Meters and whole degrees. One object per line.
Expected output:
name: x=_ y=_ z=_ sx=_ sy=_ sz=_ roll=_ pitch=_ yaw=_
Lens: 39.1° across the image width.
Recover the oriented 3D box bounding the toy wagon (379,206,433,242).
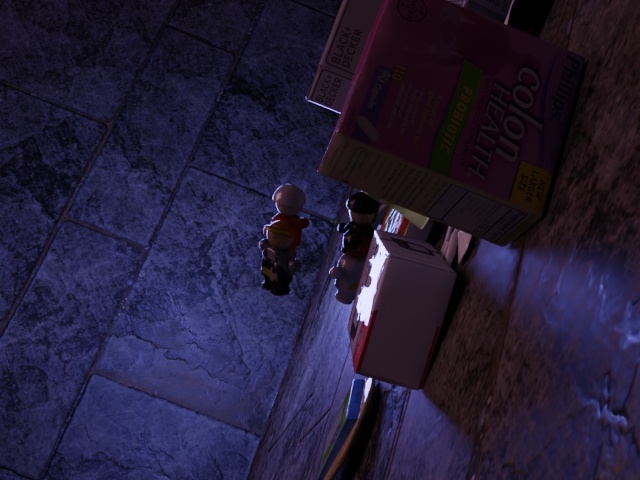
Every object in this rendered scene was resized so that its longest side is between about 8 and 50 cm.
toy wagon: x=0.140 y=0.015 z=1.647 sx=0.344 sy=0.068 sz=0.267 roll=117 pitch=173 yaw=-56

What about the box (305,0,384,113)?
box: x=0.143 y=-0.231 z=1.277 sx=0.087 sy=0.290 sz=0.169 roll=118 pitch=173 yaw=-62

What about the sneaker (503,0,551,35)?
sneaker: x=0.298 y=-0.324 z=1.369 sx=0.075 sy=0.057 sz=0.161 roll=-112 pitch=40 yaw=-77

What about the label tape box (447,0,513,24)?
label tape box: x=0.250 y=-0.414 z=1.668 sx=0.249 sy=0.115 sz=0.347 roll=28 pitch=99 yaw=67

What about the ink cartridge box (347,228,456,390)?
ink cartridge box: x=0.110 y=0.091 z=1.301 sx=0.237 sy=0.100 sz=0.171 roll=-95 pitch=21 yaw=-81

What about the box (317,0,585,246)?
box: x=0.150 y=-0.144 z=1.041 sx=0.117 sy=0.243 sz=0.213 roll=122 pitch=170 yaw=-69

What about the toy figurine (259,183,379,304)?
toy figurine: x=0.000 y=0.000 z=1.577 sx=0.209 sy=0.213 sz=0.148 roll=-75 pitch=-7 yaw=-65

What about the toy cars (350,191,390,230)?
toy cars: x=0.153 y=-0.151 z=1.723 sx=0.176 sy=0.087 sz=0.393 roll=-31 pitch=-18 yaw=-31

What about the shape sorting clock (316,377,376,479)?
shape sorting clock: x=0.044 y=0.320 z=1.504 sx=0.206 sy=0.040 sz=0.206 roll=-157 pitch=90 yaw=-90

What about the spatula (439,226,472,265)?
spatula: x=0.216 y=-0.048 z=1.345 sx=0.168 sy=0.019 sz=0.242 roll=107 pitch=-177 yaw=-60

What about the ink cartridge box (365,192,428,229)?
ink cartridge box: x=0.141 y=-0.137 z=1.506 sx=0.171 sy=0.056 sz=0.235 roll=-58 pitch=29 yaw=7
